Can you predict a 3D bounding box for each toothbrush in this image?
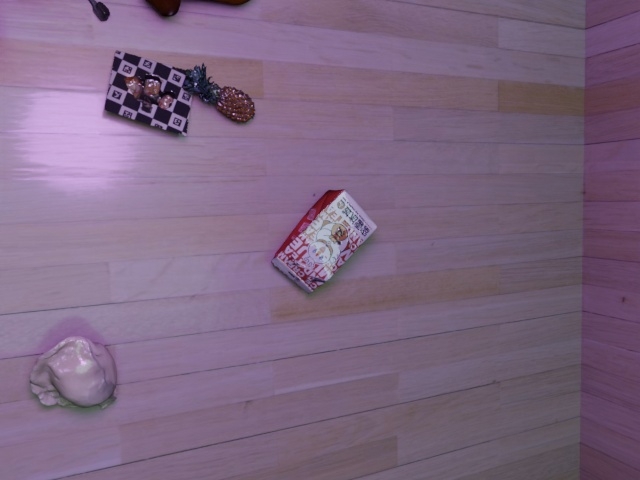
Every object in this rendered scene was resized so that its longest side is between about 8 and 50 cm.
[{"bbox_3d":[-0.616,-0.679,1.312,0.297,0.030,0.030,57,46,-16],"label":"toothbrush"}]

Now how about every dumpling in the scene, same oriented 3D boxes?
[{"bbox_3d":[-0.607,0.337,1.324,0.193,0.147,0.258,-10,128,-15],"label":"dumpling"}]

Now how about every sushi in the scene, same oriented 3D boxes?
[{"bbox_3d":[-0.444,-0.379,1.403,0.210,0.040,0.193,12,72,-26],"label":"sushi"}]

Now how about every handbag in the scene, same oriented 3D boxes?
[{"bbox_3d":[0.000,0.000,1.587,0.298,0.151,0.171,-46,106,-8],"label":"handbag"}]

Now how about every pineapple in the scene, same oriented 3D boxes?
[{"bbox_3d":[-0.266,-0.391,1.453,0.221,0.083,0.103,25,51,-36],"label":"pineapple"}]

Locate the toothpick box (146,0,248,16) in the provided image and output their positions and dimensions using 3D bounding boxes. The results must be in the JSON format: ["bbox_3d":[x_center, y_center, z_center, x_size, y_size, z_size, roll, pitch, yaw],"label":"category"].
[{"bbox_3d":[-0.319,-0.680,1.367,0.294,0.192,0.192,-18,101,-28],"label":"toothpick box"}]
